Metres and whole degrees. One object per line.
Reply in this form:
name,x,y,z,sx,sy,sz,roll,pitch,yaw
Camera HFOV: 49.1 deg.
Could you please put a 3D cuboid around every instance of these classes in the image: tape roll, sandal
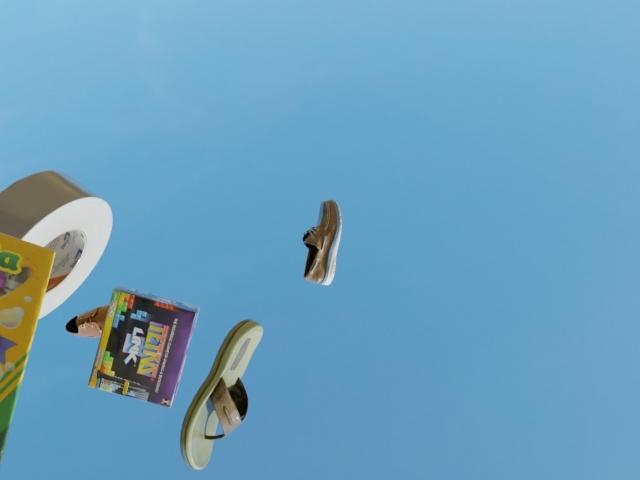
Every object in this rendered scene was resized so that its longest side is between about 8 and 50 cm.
tape roll,-0.391,0.013,0.967,0.072,0.219,0.219,35,-122,12
sandal,-0.173,0.294,1.305,0.086,0.120,0.303,26,-86,18

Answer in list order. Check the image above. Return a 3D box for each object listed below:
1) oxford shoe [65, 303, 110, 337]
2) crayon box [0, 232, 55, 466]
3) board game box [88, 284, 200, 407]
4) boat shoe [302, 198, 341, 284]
oxford shoe,-0.517,0.189,1.619,0.212,0.076,0.076,-23,-110,38
crayon box,-0.378,0.079,0.650,0.203,0.083,0.323,22,-139,-27
board game box,-0.290,0.175,1.157,0.141,0.170,0.048,15,-174,-3
boat shoe,0.000,0.000,1.476,0.066,0.066,0.183,8,-100,-26
